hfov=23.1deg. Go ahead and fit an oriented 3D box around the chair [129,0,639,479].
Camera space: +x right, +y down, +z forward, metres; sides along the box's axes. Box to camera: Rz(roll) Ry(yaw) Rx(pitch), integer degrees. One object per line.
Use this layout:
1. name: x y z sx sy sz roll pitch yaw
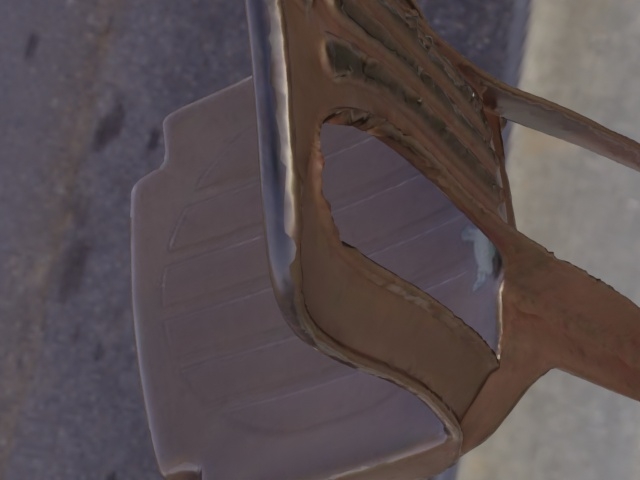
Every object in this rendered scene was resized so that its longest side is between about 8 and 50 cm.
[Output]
1. chair: 0.000 0.000 0.507 0.183 0.326 0.175 -23 59 26
